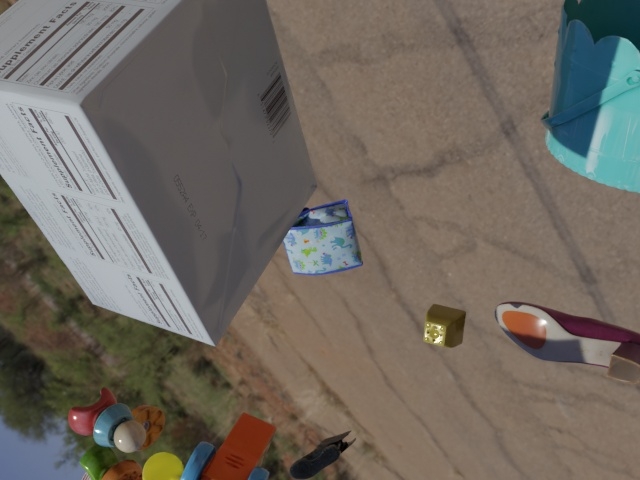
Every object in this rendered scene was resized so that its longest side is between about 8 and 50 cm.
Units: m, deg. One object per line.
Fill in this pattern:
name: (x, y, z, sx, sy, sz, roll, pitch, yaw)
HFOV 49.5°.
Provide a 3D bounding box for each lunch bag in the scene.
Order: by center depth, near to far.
lunch bag: (0.000, 0.000, 1.431, 0.096, 0.151, 0.129, -105, -1, -56)

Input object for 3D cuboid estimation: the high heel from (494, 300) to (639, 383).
high heel: (0.620, 0.228, 1.686, 0.377, 0.181, 0.127, 27, 118, 31)

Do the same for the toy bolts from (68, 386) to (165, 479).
toy bolts: (-0.376, 0.407, 1.396, 0.158, 0.218, 0.229, 19, 132, 35)

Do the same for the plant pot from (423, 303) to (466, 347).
plant pot: (0.270, 0.198, 1.558, 0.081, 0.083, 0.081, 12, 106, 29)

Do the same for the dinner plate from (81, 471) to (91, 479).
dinner plate: (-0.536, 0.579, 1.657, 0.017, 0.141, 0.141, 40, 164, -27)

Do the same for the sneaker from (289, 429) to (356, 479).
sneaker: (0.006, 0.533, 1.728, 0.051, 0.170, 0.089, 59, -168, -1)

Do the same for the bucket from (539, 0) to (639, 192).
bucket: (0.416, -0.192, 0.863, 0.281, 0.281, 0.183, 30, 133, 35)

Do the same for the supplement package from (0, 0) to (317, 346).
supplement package: (-0.131, -0.081, 0.574, 0.145, 0.204, 0.262, 14, 144, 24)

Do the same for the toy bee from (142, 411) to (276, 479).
toy bee: (-0.145, 0.329, 0.839, 0.195, 0.162, 0.298, 28, -167, 27)
